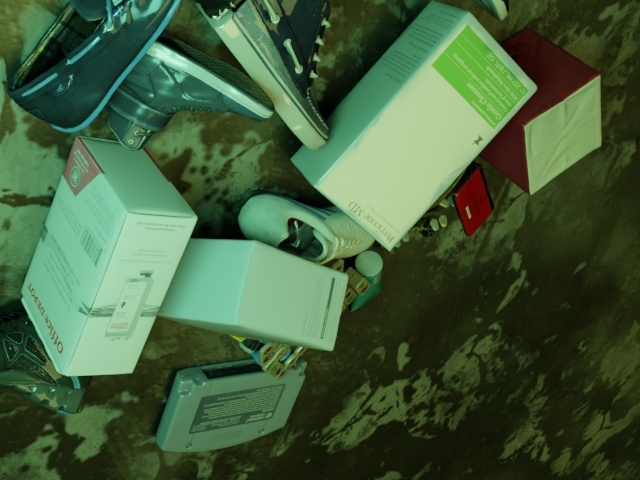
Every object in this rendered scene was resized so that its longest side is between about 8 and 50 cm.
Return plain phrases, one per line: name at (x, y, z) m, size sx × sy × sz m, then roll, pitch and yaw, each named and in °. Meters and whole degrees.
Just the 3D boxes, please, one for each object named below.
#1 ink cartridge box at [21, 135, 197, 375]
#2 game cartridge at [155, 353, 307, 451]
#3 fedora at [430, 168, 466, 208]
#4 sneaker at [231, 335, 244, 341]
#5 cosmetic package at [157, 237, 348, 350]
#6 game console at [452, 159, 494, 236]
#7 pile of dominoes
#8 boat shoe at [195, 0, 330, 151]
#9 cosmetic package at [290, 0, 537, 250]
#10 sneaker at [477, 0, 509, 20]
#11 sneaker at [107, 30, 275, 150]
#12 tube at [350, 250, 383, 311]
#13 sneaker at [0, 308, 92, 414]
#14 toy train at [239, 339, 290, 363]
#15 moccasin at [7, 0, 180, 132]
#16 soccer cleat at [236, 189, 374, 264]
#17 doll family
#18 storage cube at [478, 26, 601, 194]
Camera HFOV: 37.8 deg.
ink cartridge box at (-0.314, 0.025, 1.348) m, size 0.117 × 0.207 × 0.283 m, roll 5°, pitch 122°, yaw -41°
game cartridge at (-0.178, 0.326, 1.853) m, size 0.297 × 0.062 × 0.198 m, roll -2°, pitch 130°, yaw -39°
fedora at (0.209, -0.148, 1.711) m, size 0.079 × 0.194 × 0.194 m, roll 30°, pitch 105°, yaw -13°
sneaker at (-0.174, 0.123, 1.665) m, size 0.064 × 0.067 × 0.175 m, roll -43°, pitch 139°, yaw 2°
cosmetic package at (-0.118, 0.087, 1.523) m, size 0.225 × 0.224 × 0.138 m, roll 23°, pitch 75°, yaw -44°
game console at (0.281, -0.102, 1.818) m, size 0.124 × 0.085 × 0.144 m, roll -49°, pitch 142°, yaw -15°
pile of dominoes at (-0.010, 0.156, 1.711) m, size 0.251 × 0.040 × 0.196 m, roll -49°, pitch 160°, yaw -3°
boat shoe at (-0.033, -0.278, 1.379) m, size 0.158 × 0.127 × 0.340 m, roll -37°, pitch 140°, yaw 3°
cosmetic package at (0.150, -0.191, 1.554) m, size 0.197 × 0.155 × 0.365 m, roll 38°, pitch 95°, yaw -27°
sneaker at (0.293, -0.465, 1.529) m, size 0.121 × 0.079 × 0.217 m, roll -44°, pitch 139°, yaw 3°
sneaker at (-0.190, -0.181, 1.301) m, size 0.163 × 0.226 × 0.086 m, roll -62°, pitch -179°, yaw 20°
tube at (0.094, 0.085, 1.851) m, size 0.080 × 0.052 × 0.207 m, roll -28°, pitch 158°, yaw -11°
sneaker at (-0.489, 0.158, 1.417) m, size 0.341 × 0.125 × 0.139 m, roll 30°, pitch 76°, yaw -47°
toy train at (-0.082, 0.151, 1.763) m, size 0.105 × 0.080 × 0.184 m, roll 26°, pitch 105°, yaw -41°
moccasin at (-0.271, -0.285, 1.169) m, size 0.117 × 0.138 × 0.342 m, roll 21°, pitch 108°, yaw -43°
soccer cleat at (0.000, 0.000, 1.643) m, size 0.331 × 0.143 × 0.116 m, roll 8°, pitch 118°, yaw -44°
doll family at (0.176, -0.030, 1.813) m, size 0.193 × 0.111 × 0.076 m, roll -17°, pitch 94°, yaw -20°
storage cube at (0.383, -0.239, 1.718) m, size 0.184 × 0.193 × 0.215 m, roll -34°, pitch 141°, yaw -12°
